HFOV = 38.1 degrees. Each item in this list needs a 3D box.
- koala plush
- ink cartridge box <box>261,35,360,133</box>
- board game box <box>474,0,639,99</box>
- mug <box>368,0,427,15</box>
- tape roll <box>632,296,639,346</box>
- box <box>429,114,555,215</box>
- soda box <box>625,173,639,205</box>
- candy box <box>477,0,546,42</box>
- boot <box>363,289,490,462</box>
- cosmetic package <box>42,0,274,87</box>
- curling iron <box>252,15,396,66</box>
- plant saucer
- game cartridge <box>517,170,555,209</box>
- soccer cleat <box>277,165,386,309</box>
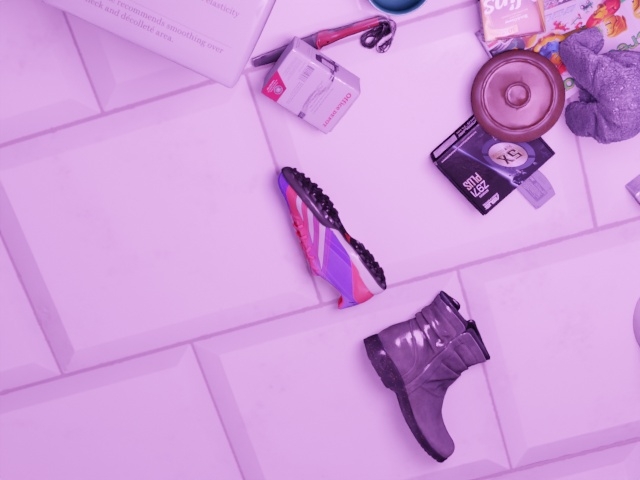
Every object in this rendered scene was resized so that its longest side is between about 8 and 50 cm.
[{"bbox_3d":[0.563,-0.276,1.616,0.221,0.203,0.196,-17,117,-9],"label":"koala plush"},{"bbox_3d":[-0.016,-0.284,1.704,0.150,0.063,0.109,31,121,-17],"label":"ink cartridge box"},{"bbox_3d":[0.462,-0.381,1.689,0.305,0.053,0.193,-33,107,11],"label":"board game box"},{"bbox_3d":[0.134,-0.480,1.633,0.129,0.097,0.157,2,109,0],"label":"mug"},{"bbox_3d":[0.763,0.185,1.830,0.246,0.169,0.246,0,110,0],"label":"tape roll"},{"bbox_3d":[0.323,-0.164,1.755,0.180,0.077,0.147,-42,105,13],"label":"box"},{"bbox_3d":[0.698,-0.137,1.768,0.216,0.069,0.074,-39,106,14],"label":"soda box"},{"bbox_3d":[0.328,-0.448,1.617,0.109,0.053,0.186,-8,105,5],"label":"candy box"},{"bbox_3d":[0.256,0.286,1.903,0.223,0.118,0.338,-29,111,5],"label":"boot"},{"bbox_3d":[-0.196,-0.513,1.502,0.329,0.327,0.393,25,109,-9],"label":"cosmetic package"},{"bbox_3d":[0.008,-0.358,1.710,0.274,0.035,0.068,-11,109,4],"label":"curling iron"},{"bbox_3d":[0.354,-0.259,1.663,0.168,0.029,0.168,1,96,12],"label":"plant saucer"},{"bbox_3d":[0.416,-0.107,1.808,0.056,0.017,0.083,-41,105,17],"label":"game cartridge"},{"bbox_3d":[0.000,0.000,1.805,0.116,0.108,0.318,-33,109,15],"label":"soccer cleat"}]
